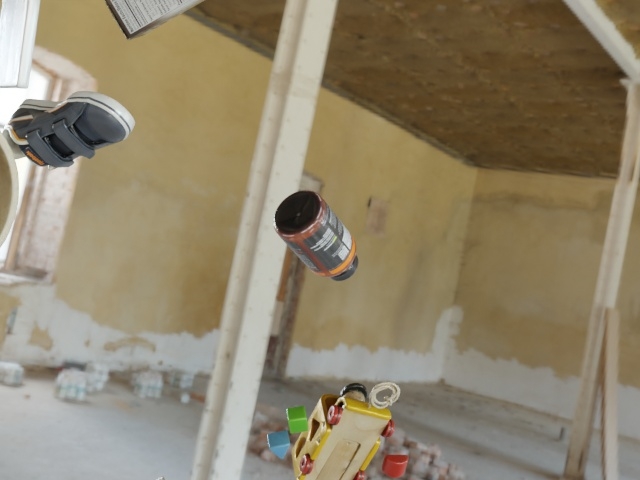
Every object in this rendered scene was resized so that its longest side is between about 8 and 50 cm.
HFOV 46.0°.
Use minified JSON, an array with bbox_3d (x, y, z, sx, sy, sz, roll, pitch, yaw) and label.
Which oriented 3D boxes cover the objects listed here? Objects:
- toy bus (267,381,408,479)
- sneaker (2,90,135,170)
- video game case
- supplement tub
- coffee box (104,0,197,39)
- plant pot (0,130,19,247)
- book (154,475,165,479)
[{"bbox_3d":[0.032,0.277,1.126,0.202,0.191,0.104,-22,31,2],"label":"toy bus"},{"bbox_3d":[-0.495,-0.202,1.456,0.321,0.128,0.126,3,-34,38],"label":"sneaker"},{"bbox_3d":[-0.503,-0.347,1.251,0.022,0.191,0.173,6,6,-37],"label":"video game case"},{"bbox_3d":[0.000,0.000,1.406,0.106,0.106,0.198,10,-26,35],"label":"supplement tub"},{"bbox_3d":[-0.251,-0.500,1.404,0.297,0.119,0.168,-28,18,6],"label":"coffee box"},{"bbox_3d":[-0.681,-0.107,1.126,0.305,0.334,0.333,29,8,36],"label":"plant pot"},{"bbox_3d":[-0.387,0.571,1.641,0.096,0.035,0.144,-20,5,-5],"label":"book"}]
